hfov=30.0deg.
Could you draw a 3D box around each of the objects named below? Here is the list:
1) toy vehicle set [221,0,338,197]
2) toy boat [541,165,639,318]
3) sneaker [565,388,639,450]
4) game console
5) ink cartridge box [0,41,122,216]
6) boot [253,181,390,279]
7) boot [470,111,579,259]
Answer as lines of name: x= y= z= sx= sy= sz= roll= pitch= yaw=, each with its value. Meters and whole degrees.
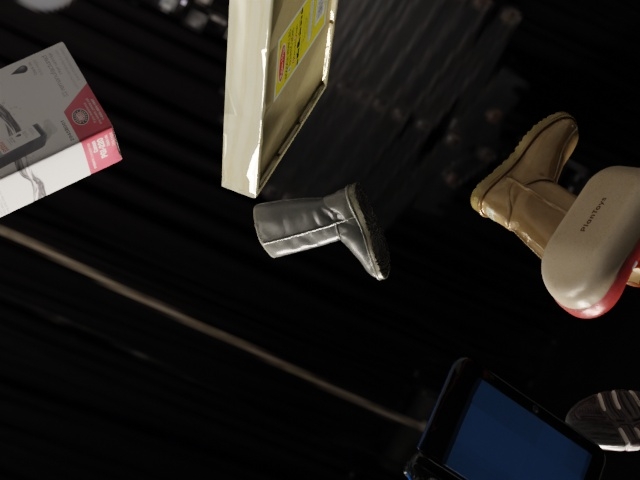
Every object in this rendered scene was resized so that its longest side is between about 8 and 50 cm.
toy vehicle set: x=-0.030 y=-0.182 z=1.041 sx=0.267 sy=0.035 sz=0.166 roll=99 pitch=17 yaw=-52
toy boat: x=0.427 y=0.015 z=1.709 sx=0.231 sy=0.151 sz=0.151 roll=-55 pitch=-154 yaw=-9
sneaker: x=0.510 y=0.306 z=1.838 sx=0.163 sy=0.281 sz=0.106 roll=87 pitch=-7 yaw=-45
game console: x=0.276 y=0.328 z=1.576 sx=0.173 sy=0.293 sz=0.250 roll=-54 pitch=-163 yaw=7
ink cartridge box: x=-0.393 y=-0.138 z=1.552 sx=0.217 sy=0.159 sz=0.092 roll=-28 pitch=158 yaw=-12
boot: x=0.001 y=0.000 z=2.065 sx=0.208 sy=0.190 sz=0.076 roll=-18 pitch=-174 yaw=23
boot: x=0.401 y=-0.057 z=1.867 sx=0.236 sy=0.089 sz=0.269 roll=-46 pitch=-130 yaw=-6
